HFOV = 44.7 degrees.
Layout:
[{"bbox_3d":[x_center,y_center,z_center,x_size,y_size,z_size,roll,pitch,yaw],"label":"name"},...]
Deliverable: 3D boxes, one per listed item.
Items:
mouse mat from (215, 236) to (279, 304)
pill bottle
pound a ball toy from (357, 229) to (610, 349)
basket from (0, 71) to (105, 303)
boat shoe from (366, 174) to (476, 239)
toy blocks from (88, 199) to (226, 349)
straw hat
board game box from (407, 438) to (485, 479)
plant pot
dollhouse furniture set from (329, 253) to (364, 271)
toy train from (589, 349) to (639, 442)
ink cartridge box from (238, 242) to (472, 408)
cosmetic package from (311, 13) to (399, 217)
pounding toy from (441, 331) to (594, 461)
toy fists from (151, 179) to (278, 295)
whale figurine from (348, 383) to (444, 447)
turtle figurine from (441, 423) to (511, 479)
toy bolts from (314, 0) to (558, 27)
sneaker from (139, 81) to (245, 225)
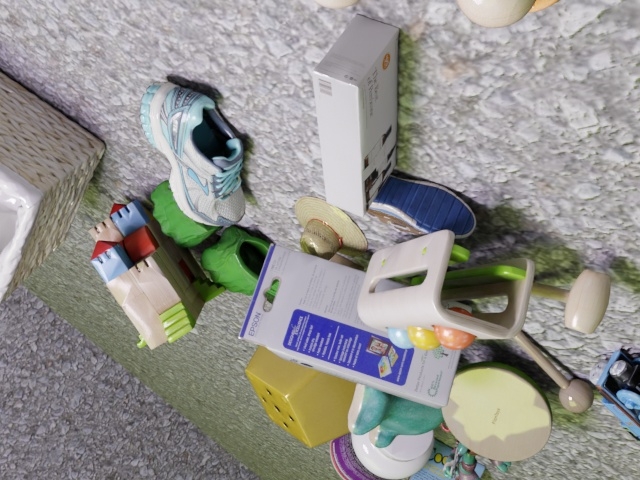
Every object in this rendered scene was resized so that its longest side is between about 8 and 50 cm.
[{"bbox_3d":[-0.142,0.069,1.595,0.190,0.007,0.152,33,154,-1],"label":"mouse mat"},{"bbox_3d":[0.138,0.442,1.714,0.181,0.181,0.323,33,155,2],"label":"pill bottle"},{"bbox_3d":[0.197,0.091,1.032,0.208,0.135,0.319,19,169,-14],"label":"pound a ball toy"},{"bbox_3d":[-0.637,-0.107,1.444,0.331,0.266,0.328,33,125,-3],"label":"basket"},{"bbox_3d":[0.124,-0.043,1.039,0.183,0.066,0.066,26,165,23],"label":"boat shoe"},{"bbox_3d":[-0.332,0.040,1.498,0.261,0.191,0.381,58,-176,-9],"label":"toy blocks"},{"bbox_3d":[0.000,0.000,1.248,0.144,0.061,0.144,26,153,15],"label":"straw hat"},{"bbox_3d":[0.247,0.621,1.788,0.144,0.275,0.142,27,154,13],"label":"board game box"},{"bbox_3d":[-0.015,0.263,1.491,0.212,0.187,0.212,21,140,49],"label":"plant pot"},{"bbox_3d":[0.056,0.136,1.345,0.144,0.123,0.151,27,153,15],"label":"dollhouse furniture set"},{"bbox_3d":[0.459,0.231,1.101,0.184,0.080,0.105,40,159,-14],"label":"toy train"},{"bbox_3d":[0.054,0.132,1.209,0.333,0.165,0.065,19,163,1],"label":"ink cartridge box"},{"bbox_3d":[0.047,-0.137,0.916,0.060,0.099,0.239,22,153,18],"label":"cosmetic package"},{"bbox_3d":[0.320,0.248,1.293,0.183,0.110,0.237,44,125,3],"label":"pounding toy"},{"bbox_3d":[-0.195,-0.006,1.431,0.279,0.096,0.142,45,145,-18],"label":"toy fists"},{"bbox_3d":[0.145,0.265,1.331,0.141,0.216,0.272,20,-171,25],"label":"whale figurine"},{"bbox_3d":[0.319,0.408,1.533,0.175,0.118,0.234,-15,143,3],"label":"turtle figurine"},{"bbox_3d":[0.076,-0.264,0.591,0.229,0.158,0.218,6,143,44],"label":"toy bolts"},{"bbox_3d":[-0.170,-0.114,1.197,0.122,0.110,0.283,12,147,31],"label":"sneaker"}]
